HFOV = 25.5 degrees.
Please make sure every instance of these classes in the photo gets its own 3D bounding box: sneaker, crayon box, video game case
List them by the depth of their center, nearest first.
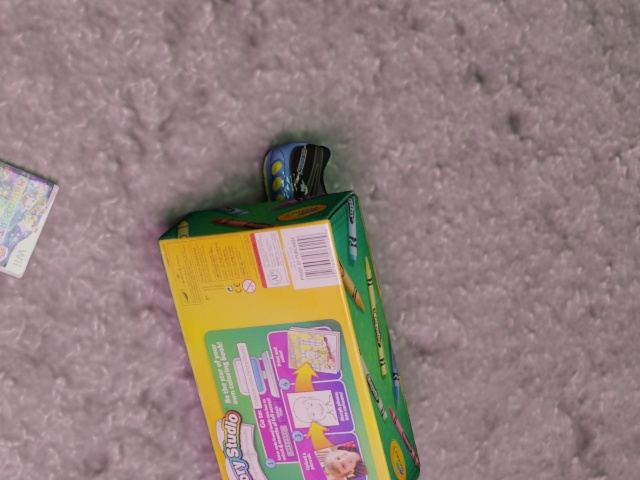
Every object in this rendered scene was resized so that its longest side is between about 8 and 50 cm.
[{"bbox_3d":[-0.293,-0.029,1.196,0.122,0.011,0.087,23,87,-28],"label":"video game case"},{"bbox_3d":[-0.025,0.106,1.260,0.081,0.165,0.278,-44,124,-62],"label":"crayon box"},{"bbox_3d":[0.000,0.000,1.314,0.078,0.067,0.188,-14,101,-18],"label":"sneaker"}]
